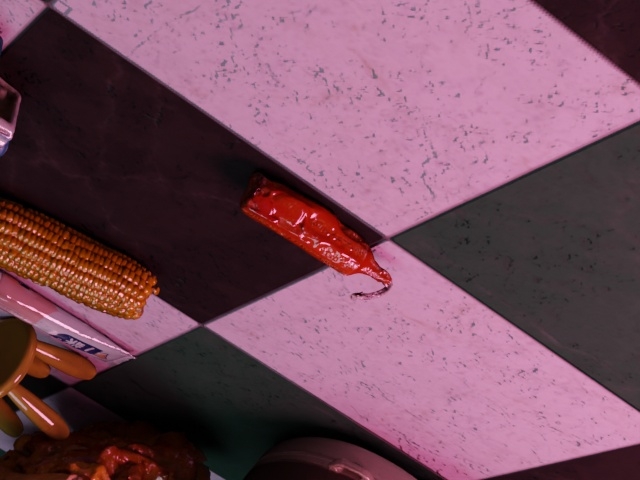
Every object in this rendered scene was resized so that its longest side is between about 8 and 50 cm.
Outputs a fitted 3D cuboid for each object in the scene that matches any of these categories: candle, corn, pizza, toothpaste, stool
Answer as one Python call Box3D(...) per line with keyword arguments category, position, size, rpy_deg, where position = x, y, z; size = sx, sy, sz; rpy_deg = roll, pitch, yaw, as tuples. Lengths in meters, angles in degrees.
Box3D(category="candle", position=(0.000, 0.000, 1.404), size=(0.162, 0.048, 0.053), rpy_deg=(33, 133, -17))
Box3D(category="corn", position=(-0.260, 0.018, 1.605), size=(0.207, 0.068, 0.068), rpy_deg=(26, 152, -10))
Box3D(category="pizza", position=(-0.270, 0.282, 1.914), size=(0.278, 0.114, 0.409), rpy_deg=(-2, -176, -1))
Box3D(category="toothpaste", position=(-0.299, 0.087, 1.788), size=(0.205, 0.036, 0.056), rpy_deg=(34, 151, -28))
Box3D(category="stool", position=(-0.343, 0.163, 1.868), size=(0.135, 0.134, 0.110), rpy_deg=(-39, 129, 8))

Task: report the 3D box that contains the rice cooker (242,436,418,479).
Box3D(category="rice cooker", position=(0.003, 0.409, 1.809), size=(0.335, 0.325, 0.335), rpy_deg=(22, 140, 20))

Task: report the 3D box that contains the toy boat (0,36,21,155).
Box3D(category="toy boat", position=(-0.322, -0.162, 1.349), size=(0.102, 0.088, 0.215), rpy_deg=(-39, 119, 21))
